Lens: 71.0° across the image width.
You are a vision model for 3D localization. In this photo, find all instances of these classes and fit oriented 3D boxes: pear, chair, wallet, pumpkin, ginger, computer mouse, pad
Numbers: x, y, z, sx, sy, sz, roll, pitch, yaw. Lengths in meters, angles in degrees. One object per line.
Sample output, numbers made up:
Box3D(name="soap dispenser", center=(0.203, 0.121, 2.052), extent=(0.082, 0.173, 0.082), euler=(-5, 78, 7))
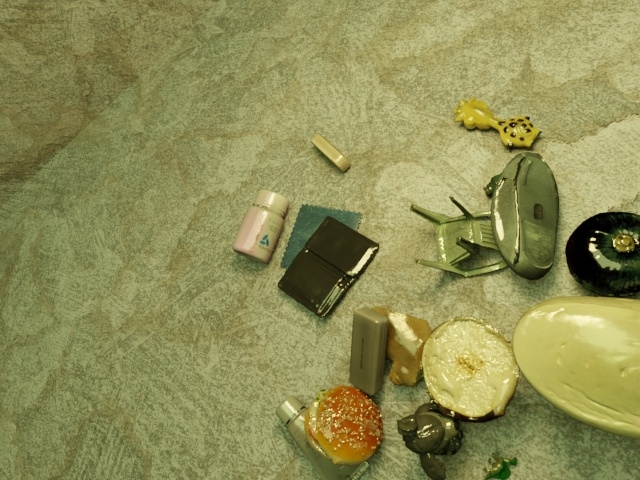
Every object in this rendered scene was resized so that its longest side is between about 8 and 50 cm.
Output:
Box3D(name="pear", center=(0.412, 0.344, 1.196), extent=(0.267, 0.178, 0.266), euler=(-12, 67, 29))
Box3D(name="chair", center=(0.430, -0.011, 1.333), extent=(0.191, 0.275, 0.203), euler=(-24, 60, 43))
Box3D(name="wallet", center=(0.022, 0.088, 1.562), extent=(0.247, 0.041, 0.322), euler=(32, 83, 31))
Box3D(name="pumpkin", center=(0.762, 0.033, 1.161), extent=(0.233, 0.163, 0.232), euler=(-9, 63, 19))
Box3D(name="ginger", center=(0.231, 0.314, 1.334), extent=(0.276, 0.130, 0.221), euler=(1, 77, 31))
Box3D(name="computer mouse", center=(0.573, -0.069, 1.274), extent=(0.114, 0.204, 0.373), euler=(-28, 46, 63))
Box3D(name="pad", center=(0.000, 0.000, 1.639), extent=(0.270, 0.012, 0.268), euler=(10, 75, 29))

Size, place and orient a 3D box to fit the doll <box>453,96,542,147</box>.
Box3D(name="doll", center=(0.572, -0.384, 1.469), extent=(0.291, 0.086, 0.117), euler=(35, 83, 30))

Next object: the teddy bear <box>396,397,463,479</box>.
Box3D(name="teddy bear", center=(0.304, 0.514, 1.167), extent=(0.144, 0.251, 0.171), euler=(-24, 76, 18))

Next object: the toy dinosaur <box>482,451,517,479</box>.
Box3D(name="toy dinosaur", center=(0.459, 0.602, 1.168), extent=(0.060, 0.029, 0.119), euler=(36, 88, 21))

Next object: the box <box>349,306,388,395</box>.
Box3D(name="box", center=(0.137, 0.320, 1.300), extent=(0.103, 0.055, 0.243), euler=(19, 113, 44))

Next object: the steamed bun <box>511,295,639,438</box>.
Box3D(name="steamed bun", center=(0.673, 0.278, 0.987), extent=(0.457, 0.371, 0.289), euler=(2, 87, 26))

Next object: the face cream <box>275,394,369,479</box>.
Box3D(name="face cream", center=(-0.010, 0.612, 1.362), extent=(0.314, 0.089, 0.143), euler=(42, 91, 25))

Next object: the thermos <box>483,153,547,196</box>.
Box3D(name="thermos", center=(0.601, -0.189, 1.391), extent=(0.188, 0.083, 0.073), euler=(-27, 39, 16))

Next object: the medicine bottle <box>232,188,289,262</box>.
Box3D(name="medicine bottle", center=(-0.220, -0.054, 1.688), extent=(0.152, 0.152, 0.254), euler=(16, 77, 30))

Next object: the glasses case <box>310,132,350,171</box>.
Box3D(name="glasses case", center=(0.037, -0.337, 1.713), extent=(0.050, 0.083, 0.196), euler=(-44, 56, 4))

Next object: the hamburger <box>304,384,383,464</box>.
Box3D(name="hamburger", center=(0.069, 0.530, 1.286), extent=(0.237, 0.147, 0.236), euler=(2, 47, -2))
